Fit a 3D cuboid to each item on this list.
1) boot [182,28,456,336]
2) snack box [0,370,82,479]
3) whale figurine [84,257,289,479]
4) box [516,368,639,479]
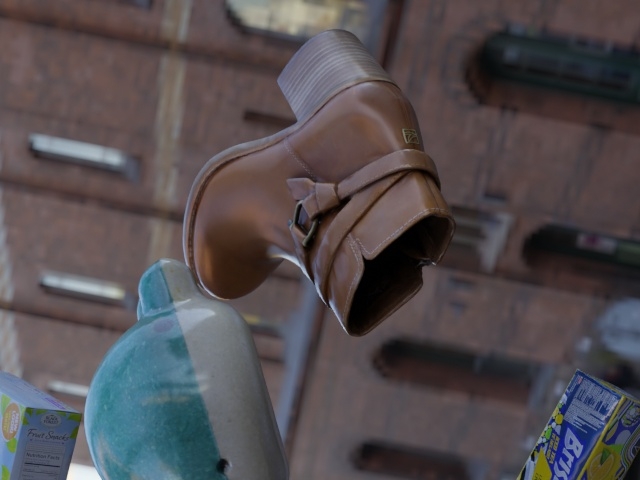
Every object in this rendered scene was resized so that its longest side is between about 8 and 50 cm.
[{"bbox_3d":[0.000,0.000,1.545,0.283,0.109,0.220,-52,45,28],"label":"boot"},{"bbox_3d":[-0.324,0.247,1.942,0.174,0.070,0.207,20,99,55],"label":"snack box"},{"bbox_3d":[-0.117,0.116,1.496,0.272,0.141,0.216,-122,15,-63],"label":"whale figurine"},{"bbox_3d":[0.198,0.193,1.551,0.054,0.059,0.169,32,95,44],"label":"box"}]
